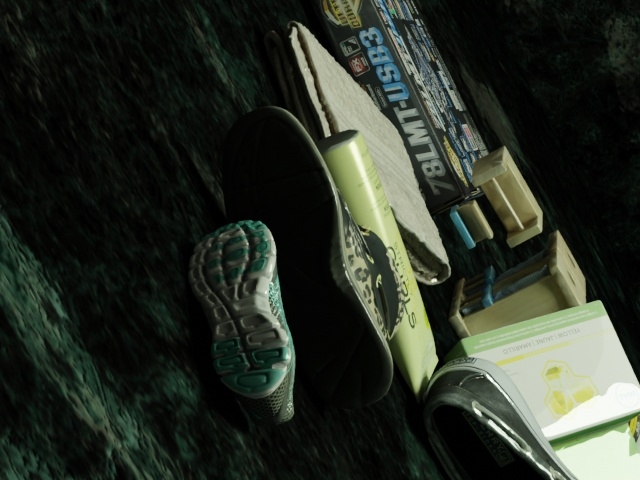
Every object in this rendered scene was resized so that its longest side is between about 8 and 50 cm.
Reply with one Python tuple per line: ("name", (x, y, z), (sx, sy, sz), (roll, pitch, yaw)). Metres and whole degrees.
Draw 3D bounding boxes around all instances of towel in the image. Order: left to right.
("towel", (0.041, -0.082, 1.891), (0.282, 0.049, 0.187), (40, 27, -57))

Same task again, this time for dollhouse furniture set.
("dollhouse furniture set", (0.180, 0.010, 2.049), (0.184, 0.129, 0.129), (60, 14, -11))

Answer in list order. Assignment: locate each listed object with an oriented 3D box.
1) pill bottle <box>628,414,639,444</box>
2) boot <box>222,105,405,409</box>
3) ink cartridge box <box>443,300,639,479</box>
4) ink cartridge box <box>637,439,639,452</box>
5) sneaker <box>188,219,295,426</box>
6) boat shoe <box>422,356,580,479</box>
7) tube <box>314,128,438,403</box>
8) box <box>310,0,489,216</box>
("pill bottle", (0.262, 0.176, 2.064), (0.208, 0.119, 0.119), (31, 35, -64))
("boot", (-0.001, 0.002, 1.522), (0.178, 0.085, 0.236), (-54, 123, -77))
("ink cartridge box", (0.240, 0.189, 1.889), (0.235, 0.171, 0.056), (67, -28, 18))
("ink cartridge box", (0.399, 0.337, 2.295), (0.237, 0.100, 0.172), (36, 30, -61))
("sneaker", (-0.049, 0.058, 1.328), (0.076, 0.065, 0.166), (72, 7, -45))
("boat shoe", (0.195, 0.244, 1.725), (0.306, 0.113, 0.105), (58, 21, -10))
("tube", (0.053, 0.020, 1.731), (0.062, 0.070, 0.240), (2, -62, 59))
("box", (0.096, -0.173, 2.196), (0.295, 0.073, 0.293), (64, 15, 1))
